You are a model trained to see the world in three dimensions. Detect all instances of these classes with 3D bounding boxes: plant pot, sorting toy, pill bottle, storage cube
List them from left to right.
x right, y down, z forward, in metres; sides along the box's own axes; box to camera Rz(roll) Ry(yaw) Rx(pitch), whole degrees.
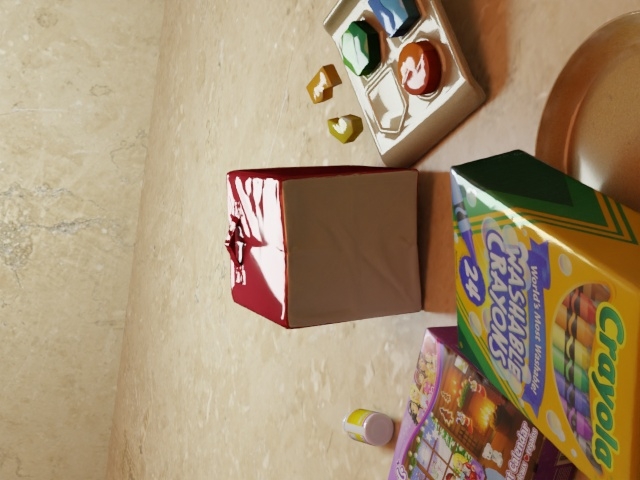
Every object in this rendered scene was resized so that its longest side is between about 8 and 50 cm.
[{"bbox_3d":[0.000,0.000,1.129,0.193,0.215,0.183,-166,73,-64],"label":"storage cube"},{"bbox_3d":[0.060,0.246,1.172,0.083,0.043,0.043,171,101,-66],"label":"pill bottle"},{"bbox_3d":[0.069,-0.204,1.118,0.229,0.041,0.307,66,150,10],"label":"sorting toy"},{"bbox_3d":[0.268,-0.075,0.758,0.236,0.032,0.236,-178,90,-66],"label":"plant pot"}]

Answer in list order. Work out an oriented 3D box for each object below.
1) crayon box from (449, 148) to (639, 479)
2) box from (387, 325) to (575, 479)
[{"bbox_3d":[0.219,0.072,0.721,0.323,0.083,0.203,-135,33,-58],"label":"crayon box"},{"bbox_3d":[0.152,0.263,0.922,0.201,0.057,0.293,40,125,54],"label":"box"}]
